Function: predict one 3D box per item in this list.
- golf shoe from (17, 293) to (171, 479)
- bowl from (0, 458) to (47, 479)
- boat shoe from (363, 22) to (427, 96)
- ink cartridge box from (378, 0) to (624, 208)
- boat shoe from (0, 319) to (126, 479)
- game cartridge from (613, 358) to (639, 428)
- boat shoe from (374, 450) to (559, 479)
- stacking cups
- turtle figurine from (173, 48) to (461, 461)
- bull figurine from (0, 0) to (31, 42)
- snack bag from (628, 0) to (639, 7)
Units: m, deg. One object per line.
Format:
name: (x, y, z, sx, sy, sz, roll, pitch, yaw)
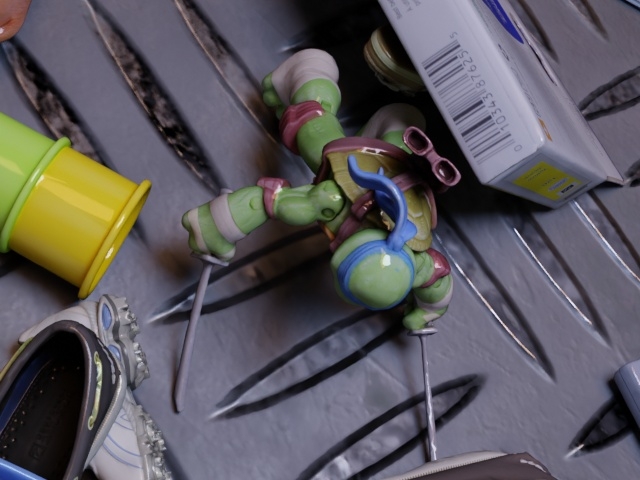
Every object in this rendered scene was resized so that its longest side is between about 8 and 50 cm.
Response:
golf shoe: (-0.146, 0.125, 0.730, 0.086, 0.069, 0.176, -14, 66, -7)
bowl: (-0.172, 0.243, 0.434, 0.391, 0.077, 0.391, 31, 26, -17)
boat shoe: (0.065, -0.142, 0.934, 0.056, 0.048, 0.153, 59, 20, 4)
ink cartridge box: (0.133, -0.171, 0.972, 0.303, 0.072, 0.307, 62, 17, 16)
boat shoe: (-0.183, 0.153, 0.649, 0.081, 0.068, 0.227, 16, 69, 9)
game cartridge: (0.402, 0.161, 0.965, 0.294, 0.060, 0.196, -12, 65, -30)
boat shoe: (0.039, 0.214, 0.716, 0.325, 0.097, 0.116, -10, 96, -31)
stacking cups: (-0.271, -0.079, 0.754, 0.316, 0.096, 0.096, 31, 54, -7)
turtle figurine: (0.000, 0.000, 0.837, 0.198, 0.274, 0.266, 2, 38, 0)
bull figurine: (-0.260, -0.283, 0.879, 0.189, 0.101, 0.310, 19, 53, -10)
snack bag: (0.400, -0.363, 1.276, 0.343, 0.037, 0.323, 26, 55, -9)
